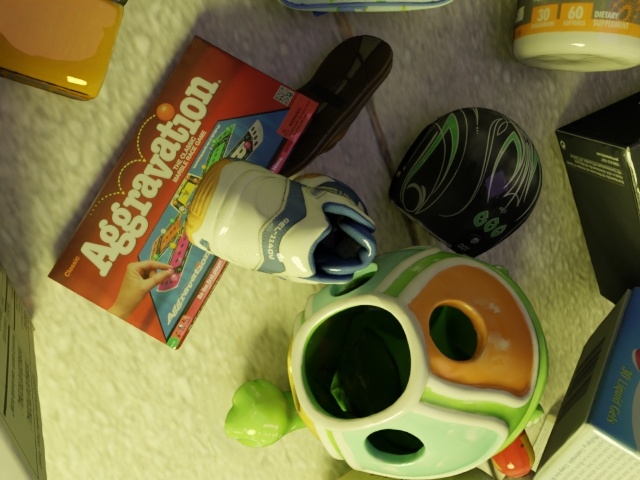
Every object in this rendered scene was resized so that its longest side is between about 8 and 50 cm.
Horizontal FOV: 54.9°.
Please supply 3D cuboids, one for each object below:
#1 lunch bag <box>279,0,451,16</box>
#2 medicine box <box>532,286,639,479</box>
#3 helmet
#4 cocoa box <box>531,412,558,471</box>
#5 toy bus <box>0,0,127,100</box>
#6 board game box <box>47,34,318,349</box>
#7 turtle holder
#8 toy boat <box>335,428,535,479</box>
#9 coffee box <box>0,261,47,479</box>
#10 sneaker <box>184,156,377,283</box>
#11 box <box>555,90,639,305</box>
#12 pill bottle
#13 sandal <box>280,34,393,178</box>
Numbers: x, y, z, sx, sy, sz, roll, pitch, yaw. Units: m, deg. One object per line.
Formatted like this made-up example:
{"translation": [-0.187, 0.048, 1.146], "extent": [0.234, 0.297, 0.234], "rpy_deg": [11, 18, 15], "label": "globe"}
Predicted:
{"translation": [0.046, -0.320, 0.615], "extent": [0.219, 0.090, 0.176], "rpy_deg": [-6, 126, -10], "label": "lunch bag"}
{"translation": [0.444, 0.241, 0.727], "extent": [0.263, 0.289, 0.149], "rpy_deg": [-44, 158, -43], "label": "medicine box"}
{"translation": [0.180, -0.076, 0.736], "extent": [0.169, 0.169, 0.161], "rpy_deg": [30, 102, -28], "label": "helmet"}
{"translation": [0.420, 0.482, 0.908], "extent": [0.231, 0.228, 0.347], "rpy_deg": [28, 86, -28], "label": "cocoa box"}
{"translation": [-0.199, -0.293, 0.515], "extent": [0.108, 0.130, 0.332], "rpy_deg": [14, 93, -27], "label": "toy bus"}
{"translation": [-0.133, -0.050, 0.615], "extent": [0.145, 0.027, 0.281], "rpy_deg": [29, 85, 2], "label": "board game box"}
{"translation": [0.060, 0.122, 0.650], "extent": [0.227, 0.320, 0.243], "rpy_deg": [14, 82, -56], "label": "turtle holder"}
{"translation": [0.163, 0.325, 0.742], "extent": [0.318, 0.267, 0.148], "rpy_deg": [-15, 88, -36], "label": "toy boat"}
{"translation": [-0.397, 0.041, 0.358], "extent": [0.338, 0.338, 0.334], "rpy_deg": [-26, 110, -20], "label": "coffee box"}
{"translation": [0.000, 0.000, 0.600], "extent": [0.296, 0.131, 0.111], "rpy_deg": [-5, 117, -65], "label": "sneaker"}
{"translation": [0.530, -0.069, 0.856], "extent": [0.296, 0.182, 0.294], "rpy_deg": [-24, 109, -1], "label": "box"}
{"translation": [0.331, -0.357, 0.751], "extent": [0.162, 0.162, 0.278], "rpy_deg": [1, 99, -27], "label": "pill bottle"}
{"translation": [-0.006, -0.136, 0.677], "extent": [0.219, 0.090, 0.060], "rpy_deg": [-47, 157, -9], "label": "sandal"}
